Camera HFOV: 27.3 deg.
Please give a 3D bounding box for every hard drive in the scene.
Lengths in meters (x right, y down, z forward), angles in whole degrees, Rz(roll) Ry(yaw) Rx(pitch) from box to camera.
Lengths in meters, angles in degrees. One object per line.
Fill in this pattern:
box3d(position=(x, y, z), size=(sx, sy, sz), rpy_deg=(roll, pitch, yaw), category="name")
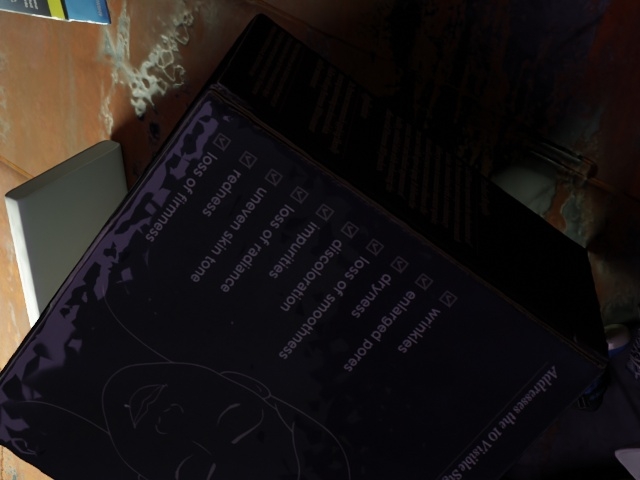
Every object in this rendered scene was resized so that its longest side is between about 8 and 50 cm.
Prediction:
box3d(position=(-0.359, 0.028, 1.971), size=(0.040, 0.203, 0.308), rpy_deg=(19, 128, 33), category="hard drive")

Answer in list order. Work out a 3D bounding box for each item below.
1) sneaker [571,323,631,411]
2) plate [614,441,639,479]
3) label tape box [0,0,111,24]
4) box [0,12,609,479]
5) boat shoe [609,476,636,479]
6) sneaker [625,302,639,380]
box3d(position=(0.320, 0.153, 1.540), size=(0.152, 0.058, 0.085), rpy_deg=(-29, 90, 52), category="sneaker")
box3d(position=(0.502, 0.285, 1.417), size=(0.278, 0.045, 0.277), rpy_deg=(-11, 131, 46), category="plate")
box3d(position=(-0.394, -0.438, 1.767), size=(0.347, 0.115, 0.249), rpy_deg=(13, 125, 33), category="label tape box")
box3d(position=(-0.030, 0.102, 1.434), size=(0.471, 0.297, 0.480), rpy_deg=(36, 113, -8), category="box")
box3d(position=(0.279, 0.359, 1.619), size=(0.335, 0.095, 0.112), rpy_deg=(-25, 60, 30), category="boat shoe")
box3d(position=(0.367, 0.130, 1.467), size=(0.058, 0.052, 0.135), rpy_deg=(-18, 111, 6), category="sneaker")
